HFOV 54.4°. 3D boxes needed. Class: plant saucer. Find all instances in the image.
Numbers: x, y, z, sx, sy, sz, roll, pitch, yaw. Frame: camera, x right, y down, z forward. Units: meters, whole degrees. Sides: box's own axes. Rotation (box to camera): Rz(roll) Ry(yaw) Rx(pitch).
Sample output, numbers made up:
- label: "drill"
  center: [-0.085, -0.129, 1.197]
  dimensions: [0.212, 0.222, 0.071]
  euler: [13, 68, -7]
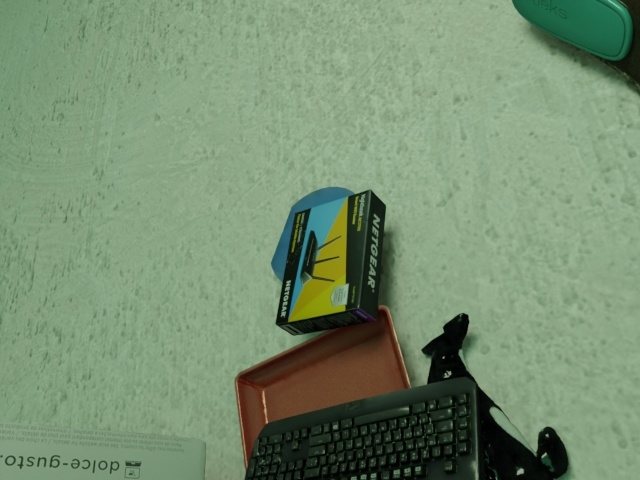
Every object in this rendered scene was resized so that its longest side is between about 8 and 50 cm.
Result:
- label: "plant saucer"
  center: [0.017, 0.247, 0.773]
  dimensions: [0.259, 0.048, 0.258]
  euler: [-29, 55, 23]

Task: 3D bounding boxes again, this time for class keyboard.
- label: "keyboard"
  center: [0.029, 0.266, 0.664]
  dimensions: [0.317, 0.033, 0.201]
  euler: [-24, 45, 33]

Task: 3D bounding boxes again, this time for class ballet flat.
- label: "ballet flat"
  center: [0.416, -0.242, 0.720]
  dimensions: [0.182, 0.164, 0.482]
  euler: [-24, 52, -4]

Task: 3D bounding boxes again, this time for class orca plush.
- label: "orca plush"
  center: [0.173, 0.210, 0.667]
  dimensions: [0.151, 0.102, 0.287]
  euler: [-18, 59, 24]

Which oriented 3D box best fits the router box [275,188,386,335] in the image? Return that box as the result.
- label: "router box"
  center: [0.016, 0.030, 0.831]
  dimensions: [0.133, 0.046, 0.178]
  euler: [-16, 51, 33]

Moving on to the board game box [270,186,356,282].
- label: "board game box"
  center: [0.000, 0.000, 0.927]
  dimensions: [0.133, 0.033, 0.168]
  euler: [2, 63, 38]

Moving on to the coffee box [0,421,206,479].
- label: "coffee box"
  center: [-0.356, 0.400, 0.689]
  dimensions: [0.338, 0.338, 0.334]
  euler: [-33, 49, 48]
